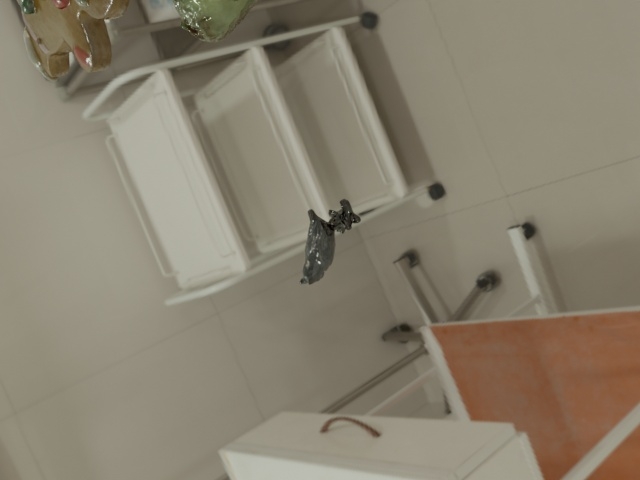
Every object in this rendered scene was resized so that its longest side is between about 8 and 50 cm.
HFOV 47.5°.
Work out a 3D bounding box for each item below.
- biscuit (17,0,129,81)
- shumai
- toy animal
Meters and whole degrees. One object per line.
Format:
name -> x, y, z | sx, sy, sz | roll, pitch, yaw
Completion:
biscuit -> -0.413, -0.398, 1.134 | 0.432, 0.064, 0.283 | 10, 120, 52
shumai -> -0.169, -0.440, 1.294 | 0.142, 0.184, 0.184 | 35, 137, 55
toy animal -> -0.004, 0.002, 1.715 | 0.117, 0.210, 0.121 | 39, 157, -16
